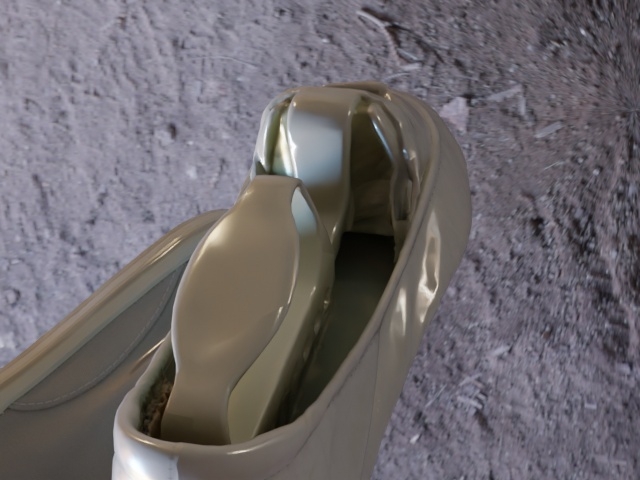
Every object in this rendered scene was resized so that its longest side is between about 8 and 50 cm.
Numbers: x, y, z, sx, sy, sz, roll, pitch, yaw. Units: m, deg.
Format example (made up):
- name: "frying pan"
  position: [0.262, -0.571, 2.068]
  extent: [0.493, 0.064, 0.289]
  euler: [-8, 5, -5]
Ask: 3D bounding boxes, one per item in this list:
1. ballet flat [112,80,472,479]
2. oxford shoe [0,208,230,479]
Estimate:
- name: "ballet flat"
  position: [0.000, 0.000, 0.508]
  extent: [0.139, 0.400, 0.139]
  euler: [10, 132, 11]
- name: "oxford shoe"
  position: [-0.176, 0.167, 0.650]
  extent: [0.449, 0.169, 0.130]
  euler: [-42, 67, -5]
